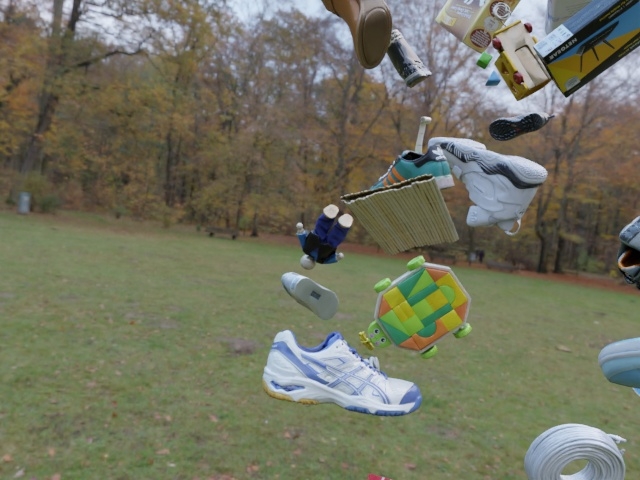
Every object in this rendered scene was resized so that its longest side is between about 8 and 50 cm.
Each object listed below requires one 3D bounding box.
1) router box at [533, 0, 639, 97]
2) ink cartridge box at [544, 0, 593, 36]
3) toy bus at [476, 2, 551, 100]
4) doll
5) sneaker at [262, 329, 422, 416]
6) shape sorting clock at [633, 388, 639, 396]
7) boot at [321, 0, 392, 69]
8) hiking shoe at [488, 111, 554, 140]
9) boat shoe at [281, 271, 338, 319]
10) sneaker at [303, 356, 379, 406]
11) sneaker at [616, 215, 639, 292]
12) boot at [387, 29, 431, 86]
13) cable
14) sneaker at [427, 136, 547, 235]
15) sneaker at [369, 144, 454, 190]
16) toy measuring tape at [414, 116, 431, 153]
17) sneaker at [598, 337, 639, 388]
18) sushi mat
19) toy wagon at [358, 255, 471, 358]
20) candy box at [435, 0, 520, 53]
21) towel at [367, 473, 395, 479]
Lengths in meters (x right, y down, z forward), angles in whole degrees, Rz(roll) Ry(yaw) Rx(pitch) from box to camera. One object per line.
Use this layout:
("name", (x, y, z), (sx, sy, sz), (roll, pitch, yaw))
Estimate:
("router box", (0.507, -0.371, 1.021), (0.179, 0.046, 0.133), (-37, -44, 22))
("ink cartridge box", (0.729, -0.669, 1.548), (0.155, 0.093, 0.212), (-8, -28, 14))
("toy bus", (0.481, -0.446, 1.346), (0.191, 0.202, 0.104), (17, -7, 2))
("doll", (0.000, 0.000, 1.221), (0.129, 0.189, 0.046), (33, 45, 2))
("sneaker", (0.050, 0.235, 0.988), (0.297, 0.130, 0.112), (12, -9, -12))
("shape sorting clock", (0.788, 0.274, 1.232), (0.040, 0.206, 0.206), (34, -6, -16))
("boot", (0.068, -0.585, 1.392), (0.109, 0.283, 0.220), (-26, 29, -23))
("hiking shoe", (0.718, -0.411, 1.966), (0.114, 0.086, 0.227), (-17, 11, -34))
("boat shoe", (-0.028, 0.145, 1.496), (0.081, 0.079, 0.227), (27, -11, 40))
("sneaker", (0.075, 0.422, 1.551), (0.292, 0.118, 0.110), (-10, -26, -37))
("sneaker", (0.591, 0.051, 0.991), (0.108, 0.271, 0.100), (-31, 37, 1))
("boot", (0.279, -0.593, 1.787), (0.085, 0.178, 0.236), (-31, 6, 22))
("cable", (0.714, 0.637, 1.541), (0.257, 0.257, 0.089), (23, 20, -8))
("sneaker", (0.435, -0.160, 1.547), (0.137, 0.210, 0.366), (-8, 29, -43))
("sneaker", (0.228, -0.172, 1.445), (0.108, 0.120, 0.302), (-10, 0, -33))
("toy measuring tape", (0.367, -0.263, 1.931), (0.122, 0.329, 0.121), (10, 18, -3))
("sneaker", (0.548, 0.253, 0.785), (0.127, 0.208, 0.319), (26, -20, -27))
("sushi mat", (0.154, -0.034, 0.981), (0.152, 0.019, 0.316), (-15, -22, 16))
("toy wagon", (0.269, 0.223, 1.622), (0.344, 0.267, 0.068), (-35, 2, 6))
("candy box", (0.464, -0.687, 1.470), (0.088, 0.316, 0.182), (18, 31, -30))
("towel", (0.215, 0.536, 1.100), (0.275, 0.031, 0.199), (11, -8, 12))
